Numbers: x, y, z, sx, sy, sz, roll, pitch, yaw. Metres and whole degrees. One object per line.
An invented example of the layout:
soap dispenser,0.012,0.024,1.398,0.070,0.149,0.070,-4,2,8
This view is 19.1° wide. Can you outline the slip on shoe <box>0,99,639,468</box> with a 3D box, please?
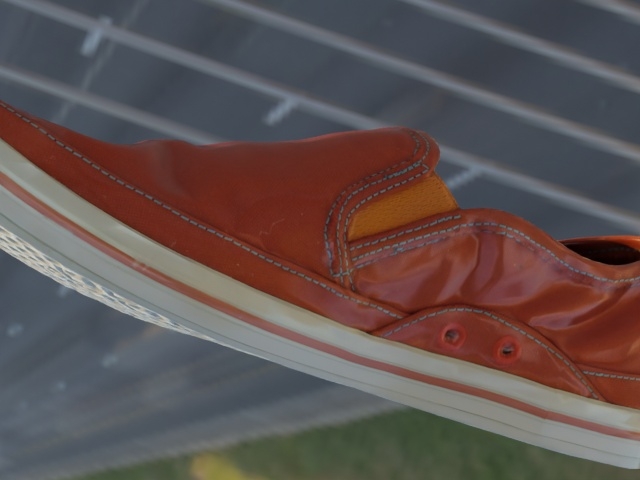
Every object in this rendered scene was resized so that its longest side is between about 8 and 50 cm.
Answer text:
slip on shoe,0.000,0.000,0.713,0.331,0.101,0.123,18,178,-26
